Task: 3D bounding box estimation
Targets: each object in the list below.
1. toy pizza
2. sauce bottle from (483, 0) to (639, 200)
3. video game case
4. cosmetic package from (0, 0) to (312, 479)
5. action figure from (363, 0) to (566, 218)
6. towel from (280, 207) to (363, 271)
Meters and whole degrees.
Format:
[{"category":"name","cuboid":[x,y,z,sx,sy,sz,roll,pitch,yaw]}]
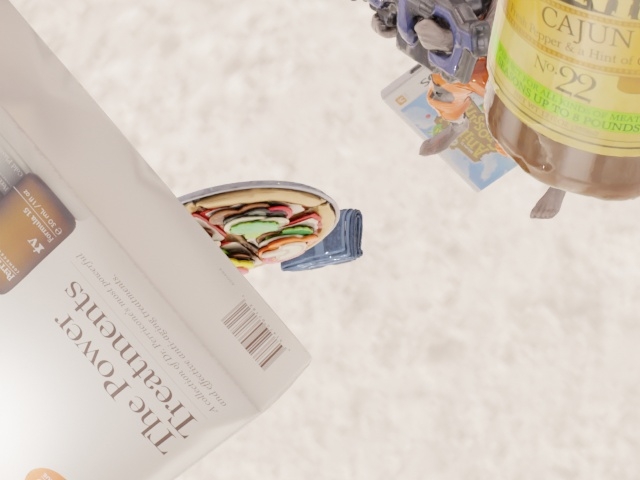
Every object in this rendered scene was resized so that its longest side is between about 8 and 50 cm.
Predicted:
[{"category":"toy pizza","cuboid":[-0.079,-0.002,1.466,0.201,0.201,0.032,-25,65,32]},{"category":"sauce bottle","cuboid":[0.136,-0.167,0.603,0.111,0.344,0.111,2,47,-2]},{"category":"video game case","cuboid":[0.218,-0.180,2.050,0.193,0.212,0.023,-35,34,21]},{"category":"cosmetic package","cuboid":[-0.233,0.034,1.158,0.284,0.377,0.097,-40,1,34]},{"category":"action figure","cuboid":[0.148,-0.225,1.629,0.178,0.330,0.341,-22,38,-14]},{"category":"towel","cuboid":[0.000,0.000,1.904,0.119,0.029,0.067,-13,70,41]}]
